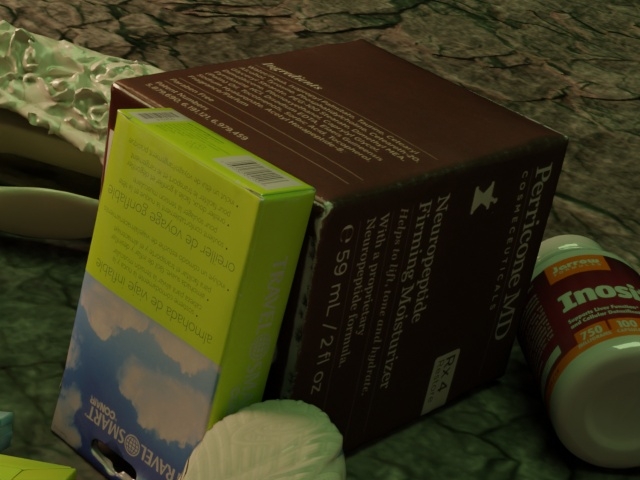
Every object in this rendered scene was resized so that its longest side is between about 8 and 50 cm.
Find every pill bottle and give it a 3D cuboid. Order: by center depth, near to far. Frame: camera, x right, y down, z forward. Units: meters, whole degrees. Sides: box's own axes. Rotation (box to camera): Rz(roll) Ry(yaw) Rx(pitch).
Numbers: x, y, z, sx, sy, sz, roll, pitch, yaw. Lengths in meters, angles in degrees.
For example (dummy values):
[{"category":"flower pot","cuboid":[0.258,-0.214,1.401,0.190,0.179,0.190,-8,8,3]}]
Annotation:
[{"category":"pill bottle","cuboid":[0.162,0.059,0.803,0.086,0.086,0.152,6,26,-9]}]

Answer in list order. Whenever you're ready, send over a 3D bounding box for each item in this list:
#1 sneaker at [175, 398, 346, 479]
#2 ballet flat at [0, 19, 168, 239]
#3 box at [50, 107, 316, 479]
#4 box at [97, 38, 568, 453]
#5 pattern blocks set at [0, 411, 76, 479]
[{"category":"sneaker","cuboid":[-0.055,0.141,0.547,0.085,0.086,0.237,4,17,28]},{"category":"ballet flat","cuboid":[-0.243,-0.084,0.898,0.409,0.147,0.147,15,27,11]},{"category":"box","cuboid":[-0.071,0.037,0.658,0.109,0.178,0.042,31,26,35]},{"category":"box","cuboid":[0.000,0.000,0.765,0.167,0.168,0.203,31,33,35]},{"category":"pattern blocks set","cuboid":[-0.236,0.083,0.506,0.286,0.026,0.325,5,0,-8]}]
